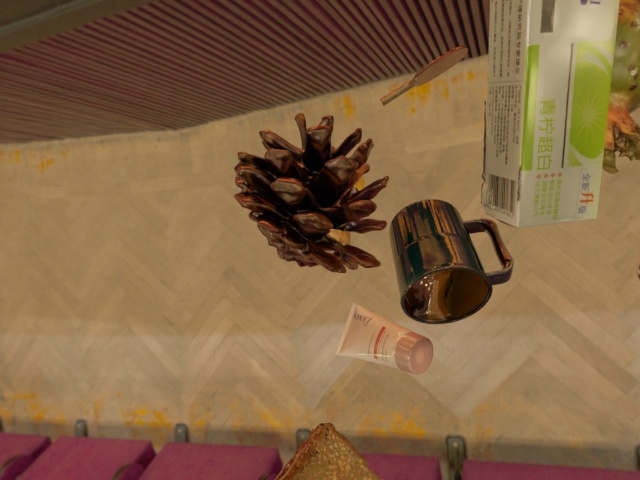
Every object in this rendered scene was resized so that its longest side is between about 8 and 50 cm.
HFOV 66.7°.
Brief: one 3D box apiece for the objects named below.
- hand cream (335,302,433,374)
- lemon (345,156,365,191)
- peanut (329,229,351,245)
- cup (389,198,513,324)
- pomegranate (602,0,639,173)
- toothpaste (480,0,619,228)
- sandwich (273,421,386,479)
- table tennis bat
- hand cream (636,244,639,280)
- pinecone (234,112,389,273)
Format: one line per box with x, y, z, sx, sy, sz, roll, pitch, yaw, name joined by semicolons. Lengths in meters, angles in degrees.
0.137;0.226;1.115;0.248;0.083;0.133;7;73;49;hand cream
0.035;-0.153;1.375;0.178;0.178;0.203;-28;110;21;lemon
0.000;0.000;1.296;0.154;0.325;0.140;-10;84;-11;peanut
0.351;0.038;1.387;0.308;0.292;0.242;-33;127;24;cup
0.476;-0.276;0.812;0.231;0.231;0.285;-37;41;20;pomegranate
0.189;-0.180;0.404;0.081;0.067;0.336;-7;108;-8;toothpaste
0.043;0.400;0.622;0.273;0.249;0.095;37;112;10;sandwich
0.293;-0.466;1.385;0.274;0.154;0.021;-29;86;14;table tennis bat
0.857;-0.014;1.201;0.185;0.358;0.118;50;136;-8;hand cream
-0.006;-0.065;0.657;0.203;0.229;0.201;6;74;56;pinecone
